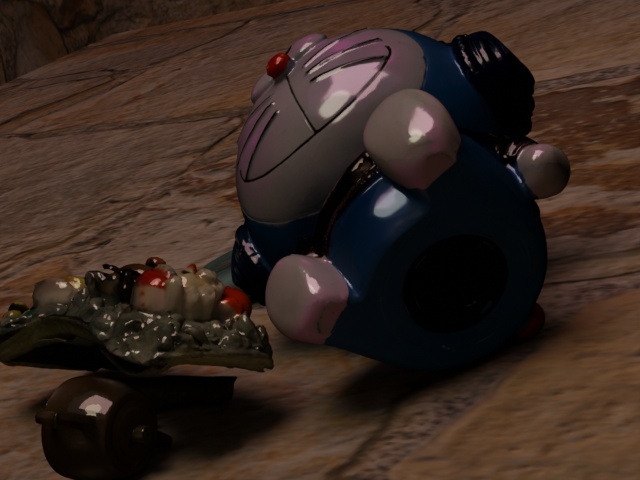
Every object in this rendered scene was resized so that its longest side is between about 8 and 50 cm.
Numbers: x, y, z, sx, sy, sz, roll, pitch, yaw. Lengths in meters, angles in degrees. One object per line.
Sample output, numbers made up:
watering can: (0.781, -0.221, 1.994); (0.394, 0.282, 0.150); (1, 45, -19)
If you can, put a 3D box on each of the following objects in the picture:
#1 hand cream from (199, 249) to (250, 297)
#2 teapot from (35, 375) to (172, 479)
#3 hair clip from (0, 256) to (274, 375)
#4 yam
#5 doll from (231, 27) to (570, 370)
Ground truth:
hand cream: (0.000, 0.000, 1.428); (0.312, 0.070, 0.111); (-17, 18, 19)
teapot: (-0.154, 0.134, 1.122); (0.068, 0.076, 0.121); (1, -14, 32)
hair clip: (-0.152, 0.059, 1.229); (0.138, 0.091, 0.321); (5, -5, -34)
yam: (-0.116, 0.121, 1.230); (0.129, 0.033, 0.027); (-4, -13, 31)
doll: (0.052, -0.038, 1.213); (0.284, 0.240, 0.310); (-44, 31, 7)
